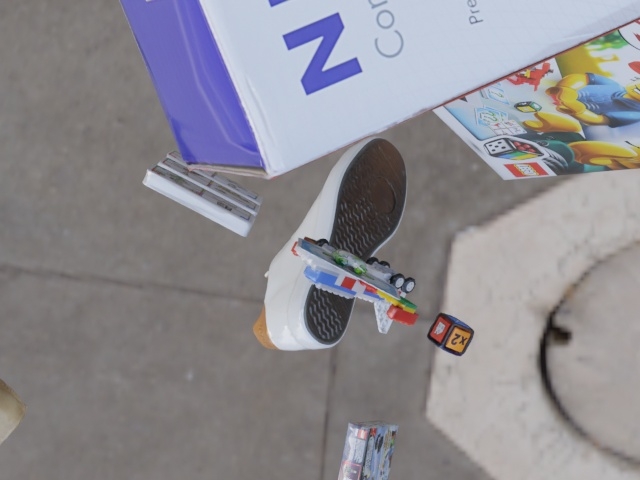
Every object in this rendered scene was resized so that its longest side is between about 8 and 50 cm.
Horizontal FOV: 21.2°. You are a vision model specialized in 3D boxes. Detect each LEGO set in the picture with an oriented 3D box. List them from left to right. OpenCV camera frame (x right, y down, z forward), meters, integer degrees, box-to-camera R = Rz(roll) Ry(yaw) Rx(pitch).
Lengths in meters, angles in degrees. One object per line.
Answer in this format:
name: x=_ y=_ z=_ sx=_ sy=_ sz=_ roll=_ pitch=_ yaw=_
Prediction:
LEGO set: x=-0.012 y=0.017 z=1.192 sx=0.244 sy=0.182 sz=0.060 roll=27 pitch=97 yaw=-3

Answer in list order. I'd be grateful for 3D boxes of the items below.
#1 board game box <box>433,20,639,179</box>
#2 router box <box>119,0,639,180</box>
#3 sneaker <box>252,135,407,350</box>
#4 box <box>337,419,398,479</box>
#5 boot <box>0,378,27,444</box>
board game box: x=0.118 y=-0.111 z=0.788 sx=0.193 sy=0.053 sz=0.305 roll=-4 pitch=159 yaw=29
router box: x=0.047 y=-0.224 z=0.440 sx=0.301 sy=0.082 sz=0.335 roll=-25 pitch=101 yaw=-16
sneaker: x=0.000 y=0.000 z=1.936 sx=0.123 sy=0.290 sz=0.106 roll=-14 pitch=129 yaw=46
box: x=0.044 y=0.263 z=1.834 sx=0.027 sy=0.137 sz=0.094 roll=11 pitch=180 yaw=21
boot: x=-0.455 y=0.147 z=1.618 sx=0.236 sy=0.089 sz=0.269 roll=-39 pitch=109 yaw=12
